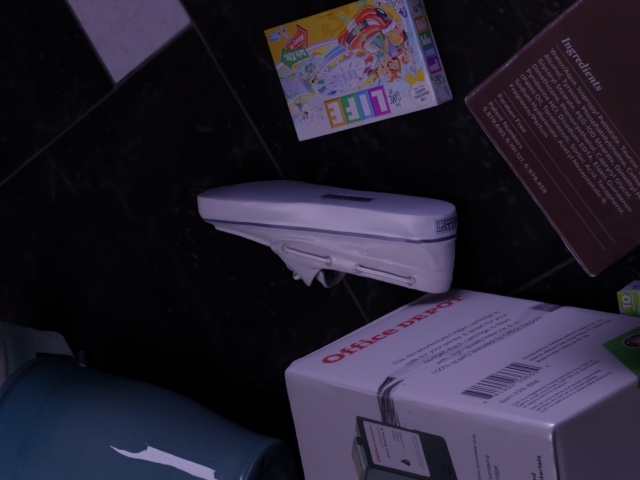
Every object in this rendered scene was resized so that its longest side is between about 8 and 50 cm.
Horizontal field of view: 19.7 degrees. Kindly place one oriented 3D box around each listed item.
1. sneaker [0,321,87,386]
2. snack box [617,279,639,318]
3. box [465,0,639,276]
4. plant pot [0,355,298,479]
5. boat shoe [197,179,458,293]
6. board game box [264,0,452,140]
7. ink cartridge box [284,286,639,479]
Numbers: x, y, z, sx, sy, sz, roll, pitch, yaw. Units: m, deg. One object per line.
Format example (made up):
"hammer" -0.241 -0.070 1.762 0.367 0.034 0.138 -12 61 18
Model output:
"sneaker" -0.293 0.208 1.863 0.094 0.151 0.256 -7 84 35
"snack box" 0.310 0.082 1.452 0.141 0.037 0.100 -1 104 38
"box" 0.253 -0.109 1.341 0.203 0.168 0.167 -40 81 39
"plant pot" -0.165 0.259 1.744 0.255 0.271 0.272 6 110 19
"boat shoe" 0.000 0.000 1.617 0.258 0.095 0.084 9 107 35
"board game box" 0.031 -0.152 1.582 0.154 0.026 0.103 -13 99 39
"ink cartridge box" 0.146 0.138 1.453 0.289 0.211 0.122 9 115 48
